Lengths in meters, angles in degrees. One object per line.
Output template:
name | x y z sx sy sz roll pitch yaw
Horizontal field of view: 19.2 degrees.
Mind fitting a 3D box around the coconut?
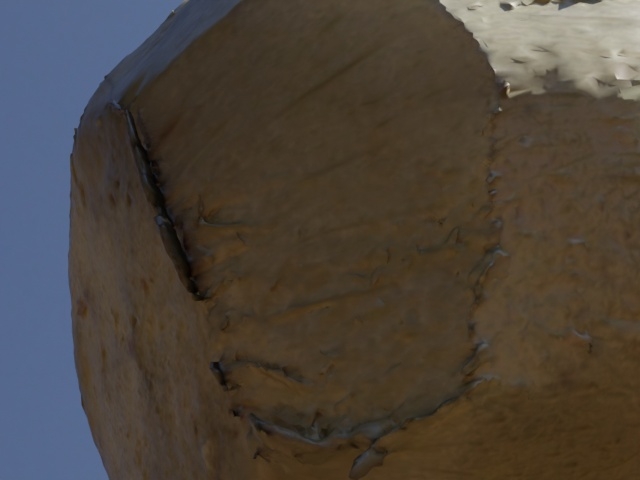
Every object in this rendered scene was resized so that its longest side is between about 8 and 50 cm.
coconut | 0.075 0.015 0.909 0.360 0.346 0.346 -9 -40 -25
